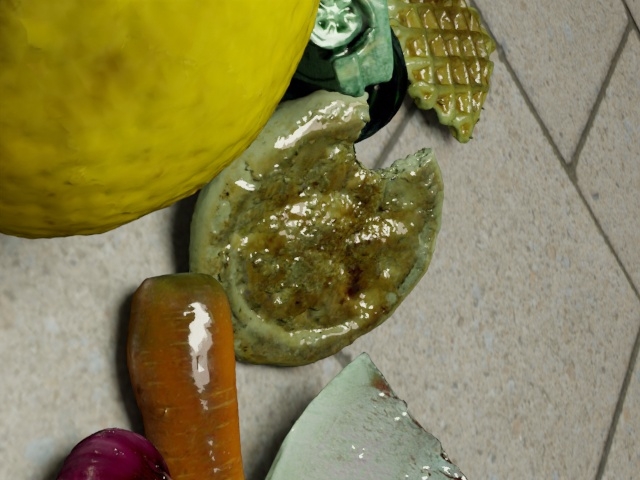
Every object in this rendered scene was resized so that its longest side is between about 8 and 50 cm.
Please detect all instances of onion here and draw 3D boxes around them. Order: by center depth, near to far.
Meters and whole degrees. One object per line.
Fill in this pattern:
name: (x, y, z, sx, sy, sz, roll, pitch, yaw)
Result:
onion: (-0.135, 0.186, 0.739, 0.115, 0.104, 0.115, -8, 90, -67)

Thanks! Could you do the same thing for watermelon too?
watermelon: (0.069, 0.283, 0.868, 0.320, 0.214, 0.289, -72, 145, -48)

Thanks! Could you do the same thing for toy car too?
toy car: (-0.006, -0.264, 0.749, 0.097, 0.141, 0.320, -17, 108, -16)

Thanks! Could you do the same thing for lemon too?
lemon: (-0.163, -0.169, 0.596, 0.350, 0.387, 0.349, -4, 106, -15)

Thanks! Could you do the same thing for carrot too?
carrot: (-0.101, 0.121, 0.814, 0.087, 0.087, 0.193, -1, 84, -50)

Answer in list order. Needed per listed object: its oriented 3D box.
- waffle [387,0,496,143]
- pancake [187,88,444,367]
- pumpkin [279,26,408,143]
waffle: (0.132, -0.223, 1.201, 0.208, 0.054, 0.214, 43, 44, -30)
pancake: (0.000, 0.000, 0.902, 0.254, 0.037, 0.253, -15, 121, -26)
pumpkin: (-0.013, -0.167, 0.941, 0.194, 0.150, 0.194, 15, 69, -43)
